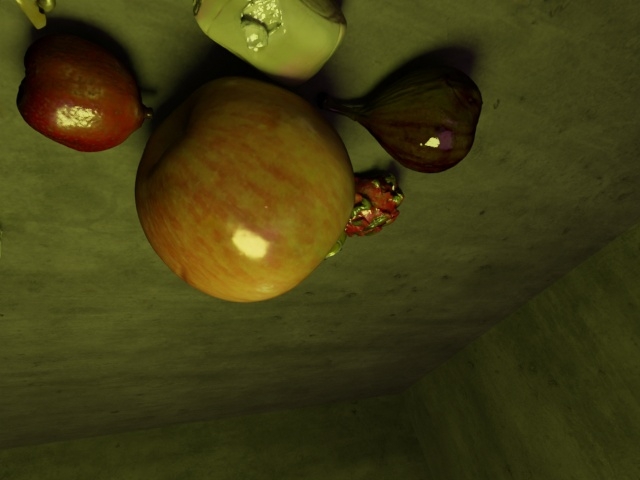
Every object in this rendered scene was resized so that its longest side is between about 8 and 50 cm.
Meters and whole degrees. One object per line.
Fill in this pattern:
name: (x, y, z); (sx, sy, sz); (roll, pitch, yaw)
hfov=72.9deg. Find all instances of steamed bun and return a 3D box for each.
steamed bun: (-0.067, -0.332, 0.662); (0.238, 0.153, 0.170); (20, 130, -39)

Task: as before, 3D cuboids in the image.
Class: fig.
fig: (0.152, -0.260, 0.882); (0.320, 0.217, 0.217); (13, 142, 3)

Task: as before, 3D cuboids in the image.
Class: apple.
apple: (-0.133, -0.090, 0.777); (0.391, 0.391, 0.346); (-36, 122, 23)

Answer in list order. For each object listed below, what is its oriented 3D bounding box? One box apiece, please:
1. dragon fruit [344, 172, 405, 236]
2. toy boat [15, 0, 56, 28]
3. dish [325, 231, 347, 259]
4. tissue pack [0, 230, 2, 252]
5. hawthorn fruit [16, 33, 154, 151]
dragon fruit: (0.118, -0.098, 1.086); (0.172, 0.160, 0.166); (-23, 113, 2)
toy boat: (-0.424, -0.385, 0.475); (0.115, 0.089, 0.310); (-24, 146, 11)
dish: (0.000, 0.000, 1.212); (0.207, 0.080, 0.149); (-8, 143, -18)
tissue pack: (-0.779, -0.013, 0.722); (0.266, 0.194, 0.356); (-18, 145, 1)
hawthorn fruit: (-0.356, -0.221, 0.675); (0.188, 0.169, 0.169); (4, 139, -28)
